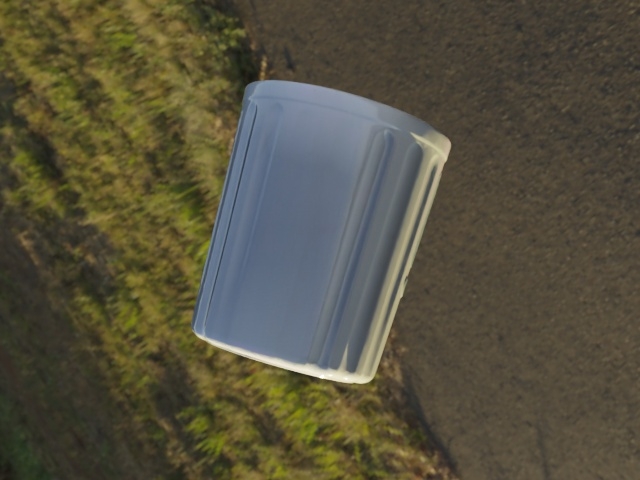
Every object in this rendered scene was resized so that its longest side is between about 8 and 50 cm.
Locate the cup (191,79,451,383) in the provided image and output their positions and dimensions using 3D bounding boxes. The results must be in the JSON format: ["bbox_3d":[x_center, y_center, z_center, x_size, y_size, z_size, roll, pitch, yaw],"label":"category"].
[{"bbox_3d":[0.010,0.002,0.736,0.166,0.221,0.202,13,85,37],"label":"cup"}]
